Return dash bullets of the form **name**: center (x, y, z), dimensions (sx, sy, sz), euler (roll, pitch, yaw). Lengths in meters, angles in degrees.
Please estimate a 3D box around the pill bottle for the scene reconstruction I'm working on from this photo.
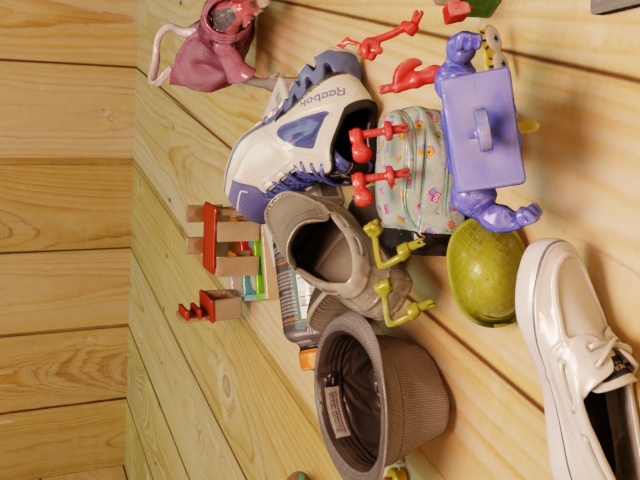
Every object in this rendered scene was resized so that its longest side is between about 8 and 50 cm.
- **pill bottle**: center (-0.004, 0.084, 1.190), dimensions (0.130, 0.130, 0.246), euler (152, 114, -63)

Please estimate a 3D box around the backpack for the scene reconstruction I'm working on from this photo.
- **backpack**: center (0.128, -0.074, 0.909), dimensions (0.152, 0.115, 0.182), euler (-171, 82, -68)

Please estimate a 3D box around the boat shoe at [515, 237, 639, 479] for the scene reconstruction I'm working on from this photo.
- **boat shoe**: center (0.256, 0.121, 0.692), dimensions (0.084, 0.095, 0.258), euler (-13, 91, 61)

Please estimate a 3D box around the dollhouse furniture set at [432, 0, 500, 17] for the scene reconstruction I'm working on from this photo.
- **dollhouse furniture set**: center (0.159, -0.330, 0.883), dimensions (0.076, 0.058, 0.152), euler (124, 137, -52)

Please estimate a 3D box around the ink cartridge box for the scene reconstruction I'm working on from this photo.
- **ink cartridge box**: center (-0.057, -0.122, 1.374), dimensions (0.239, 0.060, 0.275), euler (123, 137, -53)

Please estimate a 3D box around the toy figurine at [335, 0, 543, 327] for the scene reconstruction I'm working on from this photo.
- **toy figurine**: center (0.127, -0.071, 0.731), dimensions (0.217, 0.191, 0.363), euler (-66, -31, -87)

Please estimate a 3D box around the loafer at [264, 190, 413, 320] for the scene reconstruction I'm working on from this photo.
- **loafer**: center (0.000, 0.000, 1.003), dimensions (0.319, 0.111, 0.112), euler (34, 96, 52)

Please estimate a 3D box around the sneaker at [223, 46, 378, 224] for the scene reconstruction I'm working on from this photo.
- **sneaker**: center (-0.019, -0.128, 1.147), dimensions (0.315, 0.127, 0.182), euler (-50, 49, 24)

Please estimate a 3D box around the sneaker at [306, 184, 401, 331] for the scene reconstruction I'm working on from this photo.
- **sneaker**: center (0.049, 0.030, 1.099), dimensions (0.222, 0.083, 0.118), euler (-51, 33, 18)

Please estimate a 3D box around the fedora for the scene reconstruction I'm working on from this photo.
- **fedora**: center (0.088, 0.216, 1.008), dimensions (0.275, 0.124, 0.244), euler (-178, 87, -70)

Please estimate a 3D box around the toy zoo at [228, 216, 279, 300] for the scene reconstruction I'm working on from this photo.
- **toy zoo**: center (-0.164, 0.041, 1.657), dimensions (0.293, 0.030, 0.193), euler (169, 98, -65)

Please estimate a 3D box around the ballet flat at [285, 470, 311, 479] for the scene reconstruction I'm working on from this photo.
- **ballet flat**: center (-0.069, 0.579, 1.428), dimensions (0.124, 0.116, 0.343), euler (-94, 15, -60)

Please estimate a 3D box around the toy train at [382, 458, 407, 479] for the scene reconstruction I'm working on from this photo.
- **toy train**: center (0.085, 0.348, 1.122), dimensions (0.125, 0.046, 0.166), euler (165, 101, -65)

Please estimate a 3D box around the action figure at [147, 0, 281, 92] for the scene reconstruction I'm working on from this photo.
- **action figure**: center (-0.191, -0.421, 1.419), dimensions (0.370, 0.275, 0.248), euler (-171, 86, -79)

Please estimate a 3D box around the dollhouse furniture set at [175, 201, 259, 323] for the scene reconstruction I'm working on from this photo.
- **dollhouse furniture set**: center (-0.244, 0.046, 1.631), dimensions (0.262, 0.135, 0.259), euler (-156, 67, -63)

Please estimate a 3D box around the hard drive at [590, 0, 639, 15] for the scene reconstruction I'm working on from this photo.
- **hard drive**: center (0.293, -0.255, 0.640), dimensions (0.135, 0.022, 0.094), euler (-168, 76, -65)
